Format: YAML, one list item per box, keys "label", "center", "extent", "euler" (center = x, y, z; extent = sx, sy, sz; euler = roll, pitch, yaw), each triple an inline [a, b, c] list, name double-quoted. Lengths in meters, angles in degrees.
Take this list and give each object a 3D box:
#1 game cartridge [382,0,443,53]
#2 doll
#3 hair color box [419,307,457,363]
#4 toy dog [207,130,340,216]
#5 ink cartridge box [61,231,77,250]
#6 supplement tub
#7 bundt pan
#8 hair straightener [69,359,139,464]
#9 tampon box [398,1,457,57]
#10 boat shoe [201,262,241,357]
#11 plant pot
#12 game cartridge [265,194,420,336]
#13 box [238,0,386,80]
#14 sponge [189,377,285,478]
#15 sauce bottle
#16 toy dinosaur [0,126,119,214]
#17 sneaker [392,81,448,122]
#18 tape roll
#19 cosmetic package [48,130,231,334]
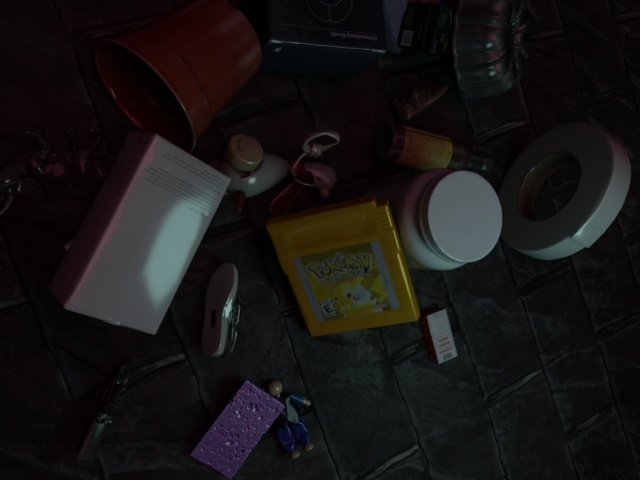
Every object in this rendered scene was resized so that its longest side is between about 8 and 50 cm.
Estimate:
- label: "game cartridge"
  center: [0.268, -0.708, 1.397]
  extent: [0.355, 0.068, 0.230]
  euler: [-54, 141, -16]
- label: "doll"
  center: [-0.080, 0.429, 1.267]
  extent: [0.129, 0.046, 0.188]
  euler: [-25, 91, -13]
- label: "hair color box"
  center: [0.331, 0.267, 1.455]
  extent: [0.072, 0.043, 0.141]
  euler: [-16, 93, -23]
- label: "toy dog"
  center: [-0.103, -0.132, 1.211]
  extent: [0.334, 0.220, 0.160]
  euler: [-6, 68, -15]
- label: "ink cartridge box"
  center: [-0.445, 0.029, 1.139]
  extent: [0.145, 0.045, 0.179]
  euler: [-44, 123, -20]
- label: "supplement tub"
  center: [0.252, -0.046, 1.277]
  extent: [0.241, 0.331, 0.240]
  euler: [1, 88, -23]
- label: "bundt pan"
  center: [0.489, -0.557, 1.436]
  extent: [0.331, 0.124, 0.330]
  euler: [-15, 109, -50]
- label: "hair straightener"
  center: [-0.443, 0.360, 1.091]
  extent: [0.047, 0.089, 0.230]
  euler: [40, 70, -36]
- label: "tampon box"
  center: [0.306, -0.566, 1.399]
  extent: [0.161, 0.102, 0.120]
  euler: [-15, 122, -49]
- label: "boat shoe"
  center: [-0.224, 0.163, 1.208]
  extent: [0.070, 0.078, 0.219]
  euler: [24, 72, -56]
- label: "plant pot"
  center: [-0.284, -0.372, 1.111]
  extent: [0.272, 0.272, 0.265]
  euler: [48, 63, -15]
- label: "game cartridge"
  center: [0.056, 0.068, 1.204]
  extent: [0.286, 0.052, 0.323]
  euler: [-12, 116, 17]
- label: "box"
  center: [-0.031, -0.616, 1.243]
  extent: [0.294, 0.212, 0.395]
  euler: [-3, 88, -24]
- label: "sponge"
  center: [-0.193, 0.438, 1.206]
  extent: [0.117, 0.031, 0.210]
  euler: [39, 83, -13]
- label: "sauce bottle"
  center: [0.322, -0.239, 1.436]
  extent: [0.345, 0.111, 0.111]
  euler: [9, 84, -22]
- label: "toy dinosaur"
  center: [-0.529, -0.152, 1.076]
  extent: [0.314, 0.121, 0.160]
  euler: [-8, 108, -36]
- label: "sneaker"
  center: [0.281, -0.407, 1.449]
  extent: [0.188, 0.066, 0.071]
  euler: [-40, 102, -21]
- label: "tape roll"
  center: [0.647, -0.135, 1.423]
  extent: [0.072, 0.392, 0.391]
  euler: [23, 79, -21]
- label: "cosmetic package"
  center: [-0.365, -0.017, 1.059]
  extent: [0.197, 0.155, 0.365]
  euler: [32, 82, -40]
